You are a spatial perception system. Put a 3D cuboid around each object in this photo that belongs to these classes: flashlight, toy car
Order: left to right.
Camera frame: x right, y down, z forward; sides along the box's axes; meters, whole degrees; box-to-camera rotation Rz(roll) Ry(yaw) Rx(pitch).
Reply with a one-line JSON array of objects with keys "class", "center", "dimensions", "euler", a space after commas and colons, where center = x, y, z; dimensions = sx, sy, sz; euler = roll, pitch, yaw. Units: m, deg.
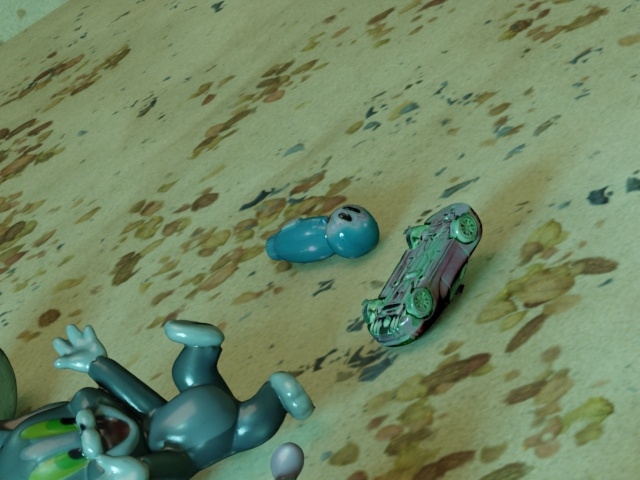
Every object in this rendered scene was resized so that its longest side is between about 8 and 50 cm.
[{"class": "flashlight", "center": [0.000, 0.000, 1.835], "dimensions": [0.129, 0.051, 0.051], "euler": [-16, 26, 46]}, {"class": "toy car", "center": [0.089, 0.030, 1.636], "dimensions": [0.069, 0.055, 0.142], "euler": [-16, 35, 53]}]

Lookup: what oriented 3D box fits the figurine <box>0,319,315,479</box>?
[{"class": "figurine", "center": [-0.146, 0.151, 1.567], "dimensions": [0.265, 0.140, 0.193], "euler": [-19, 57, -17]}]

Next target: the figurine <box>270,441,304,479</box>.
[{"class": "figurine", "center": [-0.093, 0.243, 1.320], "dimensions": [0.260, 0.103, 0.205], "euler": [-40, 52, -12]}]

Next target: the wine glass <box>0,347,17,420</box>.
[{"class": "wine glass", "center": [-0.239, 0.159, 1.793], "dimensions": [0.264, 0.096, 0.309], "euler": [-15, 21, -2]}]
